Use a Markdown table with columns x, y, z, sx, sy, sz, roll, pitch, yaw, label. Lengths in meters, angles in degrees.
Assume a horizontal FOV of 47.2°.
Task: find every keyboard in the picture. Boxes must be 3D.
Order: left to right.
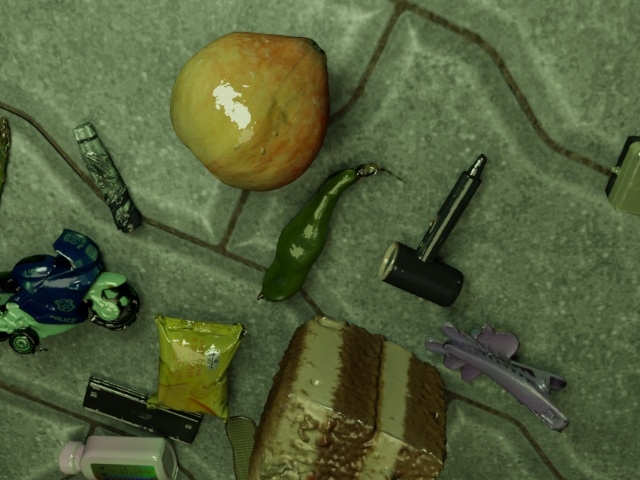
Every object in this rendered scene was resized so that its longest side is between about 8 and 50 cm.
| x | y | z | sx | sy | sz | roll | pitch | yaw | label |
| --- | --- | --- | --- | --- | --- | --- | --- | --- | --- |
| -0.343 | 0.327 | 1.417 | 0.230 | 0.025 | 0.094 | 21 | 121 | -6 | keyboard |

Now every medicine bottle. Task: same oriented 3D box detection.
| x | y | z | sx | sy | sz | roll | pitch | yaw | label |
| --- | --- | --- | --- | --- | --- | --- | --- | --- | --- |
| -0.402 | 0.433 | 1.449 | 0.219 | 0.078 | 0.115 | 0 | 138 | 8 | medicine bottle |

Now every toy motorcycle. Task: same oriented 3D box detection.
| x | y | z | sx | sy | sz | roll | pitch | yaw | label |
| --- | --- | --- | --- | --- | --- | --- | --- | --- | --- |
| -0.480 | 0.084 | 1.246 | 0.331 | 0.125 | 0.196 | -7 | 117 | 6 | toy motorcycle |

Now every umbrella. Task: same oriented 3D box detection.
| x | y | z | sx | sy | sz | roll | pitch | yaw | label |
| --- | --- | --- | --- | --- | --- | --- | --- | --- | --- |
| -0.337 | -0.097 | 1.163 | 0.046 | 0.050 | 0.188 | -22 | 117 | -7 | umbrella |

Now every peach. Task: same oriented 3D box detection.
| x | y | z | sx | sy | sz | roll | pitch | yaw | label |
| --- | --- | --- | --- | --- | --- | --- | --- | --- | --- |
| -0.083 | -0.186 | 0.998 | 0.232 | 0.232 | 0.232 | 3 | 120 | 5 | peach |

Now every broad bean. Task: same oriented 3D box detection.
| x | y | z | sx | sy | sz | roll | pitch | yaw | label |
| --- | --- | --- | --- | --- | --- | --- | --- | --- | --- |
| -0.009 | -0.007 | 1.175 | 0.098 | 0.056 | 0.318 | 38 | 114 | -14 | broad bean |

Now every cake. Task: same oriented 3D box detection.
| x | y | z | sx | sy | sz | roll | pitch | yaw | label |
| --- | --- | --- | --- | --- | --- | --- | --- | --- | --- |
| 0.045 | 0.318 | 1.225 | 0.290 | 0.282 | 0.256 | 19 | 117 | -2 | cake |

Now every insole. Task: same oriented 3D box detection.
| x | y | z | sx | sy | sz | roll | pitch | yaw | label |
| --- | --- | --- | --- | --- | --- | --- | --- | --- | --- |
| -0.141 | 0.449 | 1.475 | 0.086 | 0.005 | 0.253 | -7 | 118 | 10 | insole |

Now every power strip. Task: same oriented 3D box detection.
| x | y | z | sx | sy | sz | roll | pitch | yaw | label |
| --- | --- | --- | --- | --- | --- | --- | --- | --- | --- |
| 0.549 | -0.076 | 1.067 | 0.256 | 0.070 | 0.105 | 12 | 120 | 1 | power strip |

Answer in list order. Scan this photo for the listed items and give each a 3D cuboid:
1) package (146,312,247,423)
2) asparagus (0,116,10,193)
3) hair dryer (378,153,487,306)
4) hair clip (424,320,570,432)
| x | y | z | sx | sy | sz | roll | pitch | yaw | label |
| --- | --- | --- | --- | --- | --- | --- | --- | --- | --- |
| -0.224 | 0.232 | 1.312 | 0.168 | 0.090 | 0.226 | 9 | 118 | -1 | package |
| -0.534 | -0.090 | 1.202 | 0.024 | 0.025 | 0.248 | 44 | 125 | 30 | asparagus |
| 0.205 | -0.015 | 1.146 | 0.128 | 0.070 | 0.255 | 26 | 114 | -9 | hair dryer |
| 0.306 | 0.223 | 1.260 | 0.278 | 0.090 | 0.137 | 36 | 130 | -5 | hair clip |
